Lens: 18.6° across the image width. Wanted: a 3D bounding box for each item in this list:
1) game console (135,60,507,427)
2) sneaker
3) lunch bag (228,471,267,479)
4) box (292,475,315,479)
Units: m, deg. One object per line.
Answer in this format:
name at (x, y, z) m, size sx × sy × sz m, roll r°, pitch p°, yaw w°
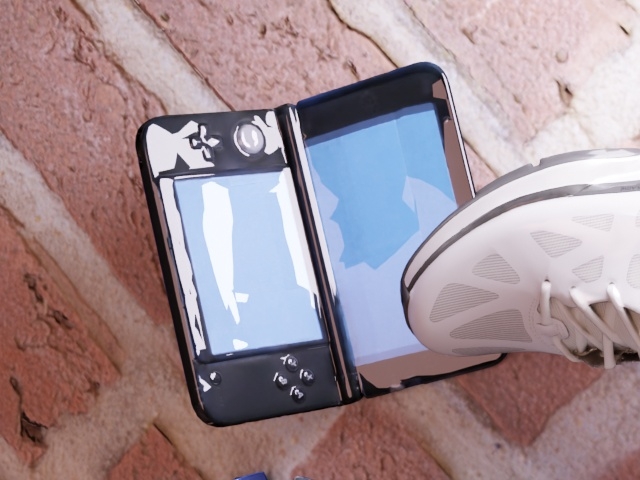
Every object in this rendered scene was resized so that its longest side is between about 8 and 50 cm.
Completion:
game console at (0.000, 0.000, 1.773) m, size 0.173 × 0.250 × 0.293 m, roll -25°, pitch 75°, yaw 52°
sneaker at (0.262, 0.060, 1.571) m, size 0.447 × 0.169 × 0.257 m, roll -19°, pitch 44°, yaw 24°
lunch bag at (-0.087, 0.263, 1.860) m, size 0.098 × 0.067 × 0.065 m, roll -34°, pitch 73°, yaw 24°
box at (0.130, 0.499, 1.503) m, size 0.480 × 0.297 × 0.472 m, roll 16°, pitch 76°, yaw 35°
